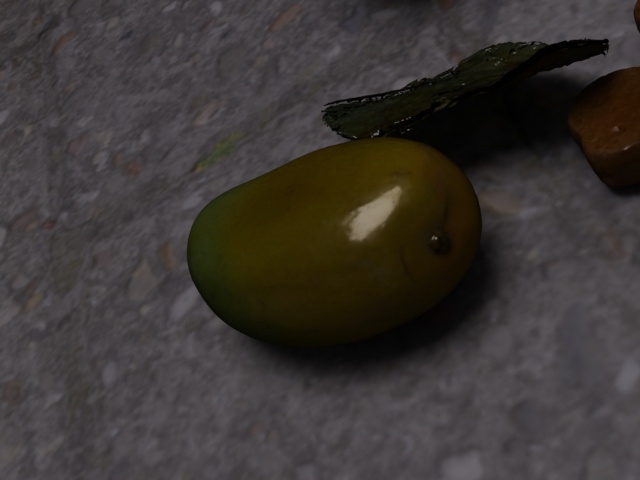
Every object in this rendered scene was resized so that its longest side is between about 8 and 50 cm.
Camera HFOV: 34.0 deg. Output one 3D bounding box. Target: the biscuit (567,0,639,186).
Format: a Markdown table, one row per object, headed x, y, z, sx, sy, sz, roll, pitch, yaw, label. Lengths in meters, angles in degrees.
| x | y | z | sx | sy | sz | roll | pitch | yaw | label |
| --- | --- | --- | --- | --- | --- | --- | --- | --- | --- |
| 0.262 | -0.097 | 0.503 | 0.295 | 0.044 | 0.186 | 7 | 59 | 56 | biscuit |

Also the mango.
| x | y | z | sx | sy | sz | roll | pitch | yaw | label |
| --- | --- | --- | --- | --- | --- | --- | --- | --- | --- |
| 0.000 | 0.000 | 0.593 | 0.194 | 0.092 | 0.130 | 5 | 56 | 45 | mango |

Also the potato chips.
| x | y | z | sx | sy | sz | roll | pitch | yaw | label |
| --- | --- | --- | --- | --- | --- | --- | --- | --- | --- |
| 0.073 | -0.092 | 0.635 | 0.142 | 0.026 | 0.209 | -29 | 16 | -23 | potato chips |
